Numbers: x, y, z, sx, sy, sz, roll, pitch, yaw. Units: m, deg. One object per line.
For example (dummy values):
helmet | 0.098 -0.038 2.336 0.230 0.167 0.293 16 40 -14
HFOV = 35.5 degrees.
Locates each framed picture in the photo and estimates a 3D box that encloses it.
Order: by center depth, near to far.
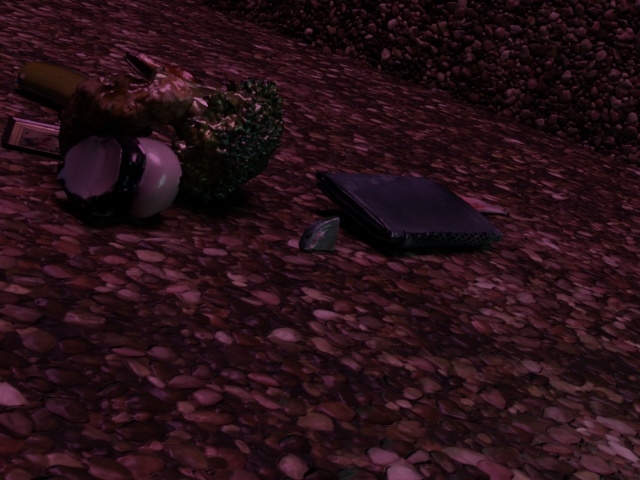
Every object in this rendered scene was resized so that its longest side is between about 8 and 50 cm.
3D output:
framed picture | -0.485 -0.184 1.854 0.199 0.010 0.195 11 19 -15

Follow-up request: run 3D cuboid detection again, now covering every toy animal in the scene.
toy animal | -0.302 -0.095 1.572 0.179 0.138 0.166 7 29 -48

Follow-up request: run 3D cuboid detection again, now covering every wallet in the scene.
wallet | 0.172 -0.052 1.935 0.342 0.075 0.237 0 30 -46

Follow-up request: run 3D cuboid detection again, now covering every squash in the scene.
squash | -0.495 -0.301 2.070 0.341 0.094 0.094 23 19 27

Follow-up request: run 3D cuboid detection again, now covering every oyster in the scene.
oyster | -0.342 -0.181 1.650 0.166 0.294 0.094 19 50 -28

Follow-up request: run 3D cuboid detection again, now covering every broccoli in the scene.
broccoli | -0.185 -0.188 1.763 0.260 0.288 0.235 3 61 -33

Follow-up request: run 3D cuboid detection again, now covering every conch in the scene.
conch | -0.365 -0.390 2.434 0.232 0.086 0.080 22 19 12

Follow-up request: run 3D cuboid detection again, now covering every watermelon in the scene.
watermelon | 0.000 0.000 1.697 0.061 0.085 0.085 44 16 -10

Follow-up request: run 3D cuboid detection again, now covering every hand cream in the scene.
hand cream | 0.328 -0.077 2.205 0.216 0.038 0.052 3 49 -44
